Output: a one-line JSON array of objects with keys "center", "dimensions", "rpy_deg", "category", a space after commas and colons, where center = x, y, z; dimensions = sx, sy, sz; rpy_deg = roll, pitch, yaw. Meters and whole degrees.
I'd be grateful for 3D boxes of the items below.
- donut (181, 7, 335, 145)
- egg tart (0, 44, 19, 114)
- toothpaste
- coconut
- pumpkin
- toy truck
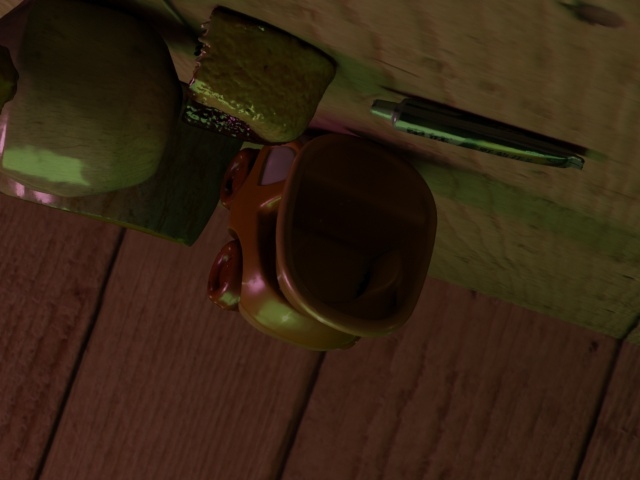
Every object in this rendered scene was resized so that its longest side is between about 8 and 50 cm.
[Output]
[{"center": [-0.065, -0.142, 1.567], "dimensions": [0.141, 0.085, 0.217], "rpy_deg": [19, 173, -1], "category": "donut"}, {"center": [-0.445, -0.241, 1.383], "dimensions": [0.443, 0.178, 0.443], "rpy_deg": [21, 175, 2], "category": "egg tart"}, {"center": [0.145, -0.098, 1.566], "dimensions": [0.204, 0.031, 0.049], "rpy_deg": [16, 175, 7], "category": "toothpaste"}, {"center": [-0.249, -0.140, 1.649], "dimensions": [0.224, 0.224, 0.224], "rpy_deg": [19, 175, 2], "category": "coconut"}, {"center": [-0.274, -0.112, 2.092], "dimensions": [0.332, 0.199, 0.332], "rpy_deg": [22, 175, 2], "category": "pumpkin"}, {"center": [0.000, 0.000, 1.954], "dimensions": [0.204, 0.288, 0.211], "rpy_deg": [22, 150, -22], "category": "toy truck"}]
